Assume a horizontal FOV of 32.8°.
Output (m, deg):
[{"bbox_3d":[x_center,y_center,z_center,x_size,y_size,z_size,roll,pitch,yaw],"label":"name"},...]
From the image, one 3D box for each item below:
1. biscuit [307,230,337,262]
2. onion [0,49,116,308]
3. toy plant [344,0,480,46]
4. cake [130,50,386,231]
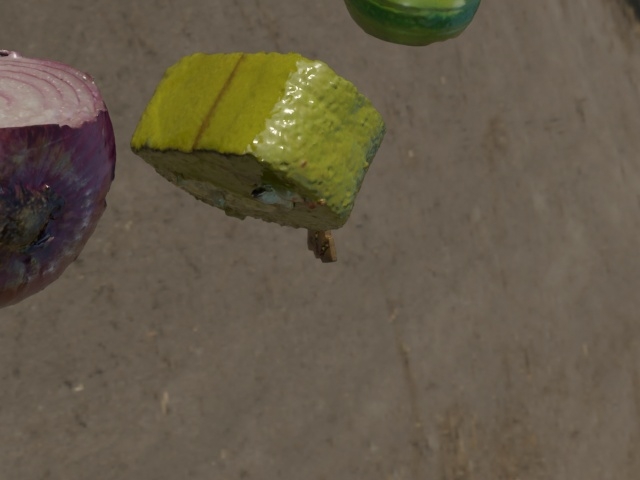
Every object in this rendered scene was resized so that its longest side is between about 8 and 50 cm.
[{"bbox_3d":[0.000,0.000,1.562,0.082,0.016,0.092,107,-32,-43],"label":"biscuit"},{"bbox_3d":[-0.246,-0.033,0.735,0.207,0.200,0.201,-50,125,-68],"label":"onion"},{"bbox_3d":[0.128,-0.413,1.337,0.316,0.224,0.184,101,12,-45],"label":"toy plant"},{"bbox_3d":[-0.066,-0.100,1.152,0.179,0.260,0.156,42,67,-42],"label":"cake"}]
